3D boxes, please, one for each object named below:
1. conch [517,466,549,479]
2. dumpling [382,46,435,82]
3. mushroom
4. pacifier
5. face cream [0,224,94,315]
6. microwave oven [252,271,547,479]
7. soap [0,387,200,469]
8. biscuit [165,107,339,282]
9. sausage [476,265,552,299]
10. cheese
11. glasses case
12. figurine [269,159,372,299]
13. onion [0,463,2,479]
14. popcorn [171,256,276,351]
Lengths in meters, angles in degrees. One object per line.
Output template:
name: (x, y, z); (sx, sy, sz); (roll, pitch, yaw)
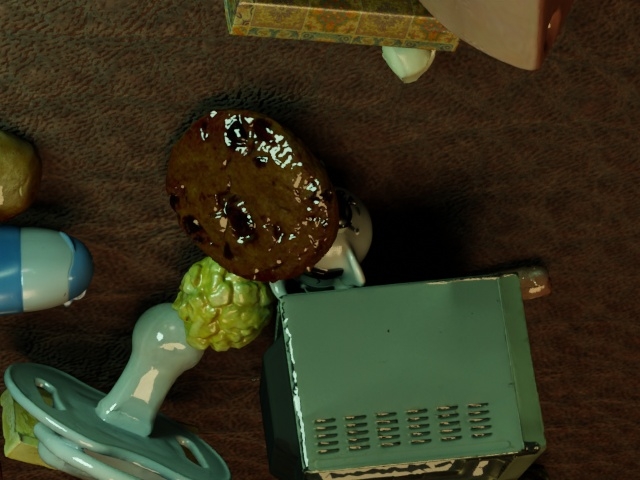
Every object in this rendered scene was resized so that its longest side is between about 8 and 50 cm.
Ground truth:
conch: (0.218, 0.368, 2.392); (0.181, 0.124, 0.187); (-11, 165, -15)
dumpling: (0.091, -0.188, 1.789); (0.059, 0.043, 0.077); (-31, 121, -2)
mushroom: (-0.320, -0.053, 1.832); (0.073, 0.088, 0.129); (39, 143, 11)
pacifier: (-0.201, 0.174, 2.033); (0.287, 0.238, 0.225); (24, 97, -22)
face cream: (-0.362, 0.032, 1.860); (0.264, 0.149, 0.083); (-2, 117, -9)
microwave oven: (0.081, 0.196, 1.998); (0.286, 0.218, 0.355); (-6, 163, -7)
soap: (-0.253, 0.237, 2.156); (0.252, 0.092, 0.037); (18, 130, -29)
biscuit: (-0.069, -0.044, 1.836); (0.192, 0.049, 0.192); (11, 119, 21)
sausage: (0.171, 0.065, 2.089); (0.186, 0.043, 0.043); (-15, 139, 3)
cheese: (0.148, -0.280, 1.651); (0.177, 0.203, 0.128); (16, 146, 16)
glasses case: (0.022, -0.221, 1.708); (0.218, 0.075, 0.049); (3, 139, -15)
figurine: (0.000, 0.000, 1.922); (0.126, 0.147, 0.192); (-22, 161, -17)
onion: (-0.493, 0.279, 2.116); (0.248, 0.161, 0.248); (4, 156, 2)
popcorn: (-0.103, 0.057, 1.979); (0.116, 0.106, 0.120); (-8, 136, 13)
